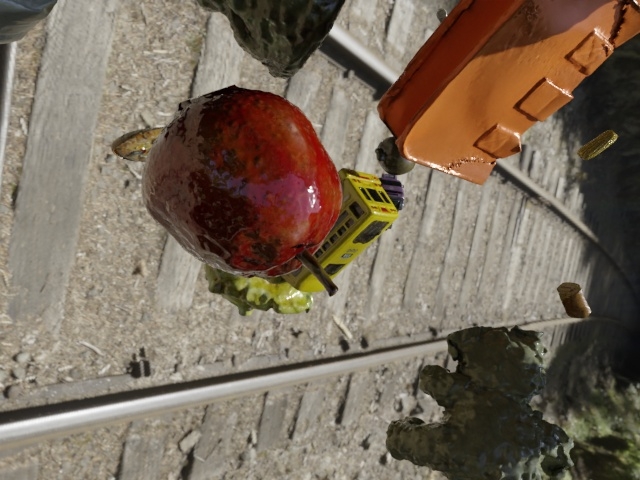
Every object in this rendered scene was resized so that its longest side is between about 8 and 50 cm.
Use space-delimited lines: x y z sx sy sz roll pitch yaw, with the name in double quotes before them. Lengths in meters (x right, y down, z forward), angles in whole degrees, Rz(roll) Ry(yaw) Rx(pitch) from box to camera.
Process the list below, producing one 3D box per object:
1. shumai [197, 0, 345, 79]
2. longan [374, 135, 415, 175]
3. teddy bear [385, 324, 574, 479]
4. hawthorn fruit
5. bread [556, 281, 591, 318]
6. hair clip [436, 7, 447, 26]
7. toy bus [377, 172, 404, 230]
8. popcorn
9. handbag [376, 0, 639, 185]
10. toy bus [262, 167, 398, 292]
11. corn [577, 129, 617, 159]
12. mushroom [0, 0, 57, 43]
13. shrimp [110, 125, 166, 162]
"shumai" -0.122 -0.498 0.962 0.348 0.395 0.395 18 85 -23
"longan" 0.189 -0.219 1.437 0.119 0.106 0.106 -3 105 -32
"teddy bear" 0.360 0.352 1.161 0.224 0.357 0.367 92 24 -73
"hawthorn fruit" -0.065 -0.046 0.637 0.210 0.266 0.230 -42 164 -17
"bread" 0.476 0.115 1.049 0.083 0.047 0.036 51 58 -35
"hair clip" 0.414 -0.620 1.771 0.226 0.034 0.072 56 31 -42
"toy bus" 0.174 -0.104 1.578 0.178 0.087 0.098 111 -15 -58
"popcorn" -0.180 0.052 1.481 0.335 0.279 0.274 42 73 -28
"handbag" 0.318 -0.293 0.949 0.303 0.116 0.410 11 133 -41
"toy bus" 0.000 0.000 1.187 0.331 0.151 0.145 -46 154 27
"corn" 0.648 -0.223 1.304 0.092 0.037 0.037 -38 147 13
"mushroom" -0.627 -0.416 0.925 0.159 0.122 0.329 -43 161 31
"shrimp" -0.334 -0.231 1.302 0.289 0.178 0.075 3 74 -34
